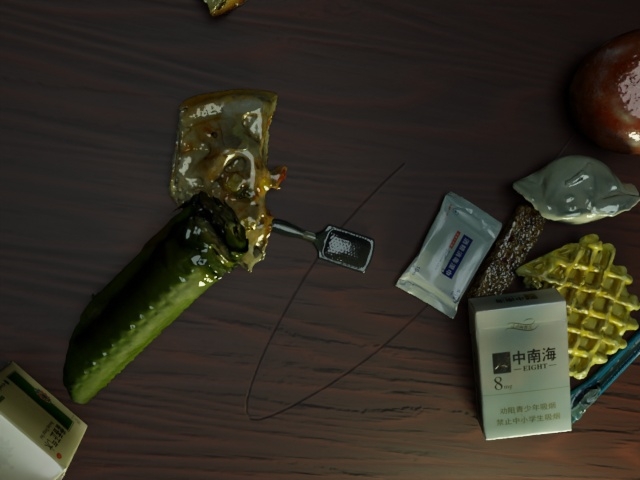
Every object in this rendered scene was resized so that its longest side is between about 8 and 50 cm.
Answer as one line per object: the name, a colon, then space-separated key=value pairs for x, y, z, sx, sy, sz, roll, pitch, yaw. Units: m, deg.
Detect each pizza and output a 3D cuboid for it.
pizza: x=-0.148 y=-0.098 z=1.108 sx=0.188 sy=0.071 sz=0.297 roll=1 pitch=92 yaw=-12

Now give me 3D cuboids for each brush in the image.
brush: x=0.000 y=0.000 z=1.165 sx=0.193 sy=0.016 sz=0.063 roll=18 pitch=87 yaw=-11

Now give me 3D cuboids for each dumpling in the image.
dumpling: x=0.451 y=-0.078 z=1.187 sx=0.228 sy=0.151 sz=0.124 roll=-7 pitch=120 yaw=-11

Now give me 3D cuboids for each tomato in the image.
tomato: x=0.516 y=-0.247 z=1.197 sx=0.155 sy=0.181 sz=0.214 roll=-13 pitch=86 yaw=8

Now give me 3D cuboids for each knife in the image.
knife: x=0.523 y=0.248 z=1.269 sx=0.296 sy=0.026 sz=0.044 roll=-43 pitch=87 yaw=-6

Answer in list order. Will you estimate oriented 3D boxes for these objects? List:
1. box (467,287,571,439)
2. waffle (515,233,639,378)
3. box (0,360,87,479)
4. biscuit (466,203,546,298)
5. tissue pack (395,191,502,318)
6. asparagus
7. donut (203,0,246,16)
box: x=0.340 y=0.211 z=1.174 sx=0.155 sy=0.067 sz=0.243 roll=-7 pitch=105 yaw=1
waffle: x=0.442 y=0.129 z=1.227 sx=0.261 sy=0.056 sz=0.250 roll=-26 pitch=105 yaw=-8
box: x=-0.439 y=0.278 z=0.990 sx=0.095 sy=0.212 sz=0.168 roll=-45 pitch=99 yaw=-8
biscuit: x=0.330 y=0.031 z=1.220 sx=0.064 sy=0.034 sz=0.199 roll=30 pitch=86 yaw=-14
tissue pack: x=0.227 y=0.024 z=1.205 sx=0.122 sy=0.026 sz=0.193 roll=30 pitch=86 yaw=-11
asparagus: x=-0.271 y=0.090 z=1.059 sx=0.382 sy=0.108 sz=0.128 roll=-43 pitch=80 yaw=12
donut: x=-0.127 y=-0.443 z=1.061 sx=0.078 sy=0.181 sz=0.146 roll=43 pitch=62 yaw=7
